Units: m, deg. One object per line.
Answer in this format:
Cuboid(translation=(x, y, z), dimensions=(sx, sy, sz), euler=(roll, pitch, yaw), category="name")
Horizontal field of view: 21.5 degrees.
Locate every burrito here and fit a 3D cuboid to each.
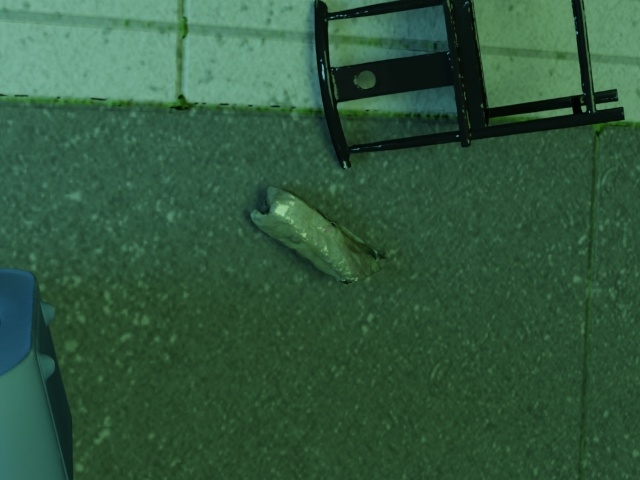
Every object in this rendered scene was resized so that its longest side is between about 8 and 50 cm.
Cuboid(translation=(0.000, 0.000, 1.492), dimensions=(0.149, 0.041, 0.055), euler=(35, 61, -34), category="burrito")

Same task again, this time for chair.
Cuboid(translation=(0.135, -0.164, 1.528), dimensions=(0.260, 0.141, 0.154), euler=(-7, 101, 9), category="chair")

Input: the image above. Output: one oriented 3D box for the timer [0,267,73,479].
Cuboid(translation=(-0.347, 0.125, 1.053), dimensions=(0.395, 0.395, 0.173), euler=(-20, 106, -34), category="timer")
